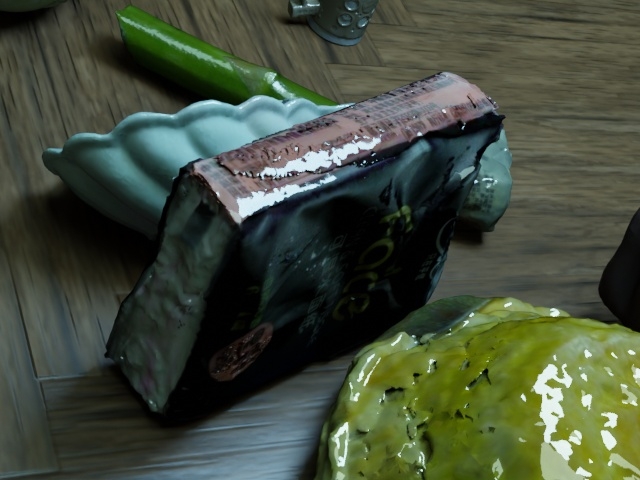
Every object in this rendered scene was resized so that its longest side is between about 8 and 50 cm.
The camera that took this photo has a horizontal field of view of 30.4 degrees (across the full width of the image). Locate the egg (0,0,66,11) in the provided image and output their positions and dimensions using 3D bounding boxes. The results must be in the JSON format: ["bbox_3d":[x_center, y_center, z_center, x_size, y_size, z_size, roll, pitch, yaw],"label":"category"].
[{"bbox_3d":[-0.301,-0.315,1.199,0.164,0.164,0.201,25,43,-2],"label":"egg"}]

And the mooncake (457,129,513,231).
[{"bbox_3d":[0.134,-0.072,1.241,0.125,0.073,0.130,13,42,-12],"label":"mooncake"}]

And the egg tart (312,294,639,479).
[{"bbox_3d":[0.212,0.200,0.926,0.443,0.178,0.443,14,44,-14],"label":"egg tart"}]

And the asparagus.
[{"bbox_3d":[-0.091,-0.162,1.225,0.278,0.067,0.060,25,68,3],"label":"asparagus"}]

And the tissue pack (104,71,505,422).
[{"bbox_3d":[0.000,0.000,0.970,0.332,0.245,0.123,-23,60,-42],"label":"tissue pack"}]

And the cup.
[{"bbox_3d":[0.020,-0.297,1.391,0.102,0.099,0.074,19,41,-10],"label":"cup"}]

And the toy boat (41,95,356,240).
[{"bbox_3d":[-0.098,-0.063,1.052,0.290,0.199,0.100,-14,86,-28],"label":"toy boat"}]

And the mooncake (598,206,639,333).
[{"bbox_3d":[0.451,0.032,1.168,0.326,0.174,0.334,4,24,-16],"label":"mooncake"}]
